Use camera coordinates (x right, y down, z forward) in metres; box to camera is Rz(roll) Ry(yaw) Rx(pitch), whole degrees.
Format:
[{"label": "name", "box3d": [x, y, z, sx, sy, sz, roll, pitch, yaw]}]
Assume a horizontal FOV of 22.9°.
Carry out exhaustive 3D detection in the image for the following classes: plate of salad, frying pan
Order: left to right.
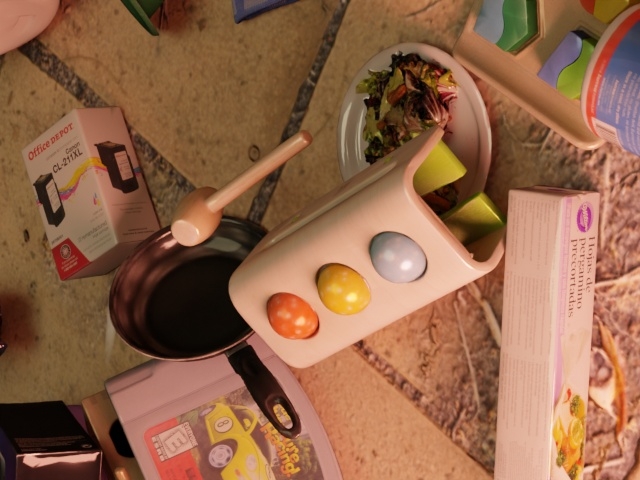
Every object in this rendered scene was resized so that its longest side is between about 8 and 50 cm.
[{"label": "frying pan", "box3d": [-0.084, 0.080, 1.678, 0.326, 0.197, 0.053, 27, 152, 32]}, {"label": "plate of salad", "box3d": [0.083, -0.095, 1.558, 0.200, 0.048, 0.200, 6, 99, 44]}]

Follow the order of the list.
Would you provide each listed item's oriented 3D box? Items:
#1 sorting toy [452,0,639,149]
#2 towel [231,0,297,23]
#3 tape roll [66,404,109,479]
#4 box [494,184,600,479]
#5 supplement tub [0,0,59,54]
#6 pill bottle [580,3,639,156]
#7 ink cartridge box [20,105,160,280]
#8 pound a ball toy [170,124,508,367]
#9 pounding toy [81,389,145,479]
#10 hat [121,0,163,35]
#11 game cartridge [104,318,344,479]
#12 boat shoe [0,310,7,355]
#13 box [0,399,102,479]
[{"label": "sorting toy", "box3d": [0.217, -0.214, 1.423, 0.193, 0.038, 0.208, 41, 121, 33]}, {"label": "towel", "box3d": [-0.049, -0.391, 1.661, 0.209, 0.034, 0.285, -12, 86, 44]}, {"label": "tape roll", "box3d": [-0.324, 0.347, 1.968, 0.275, 0.090, 0.275, 7, 100, 44]}, {"label": "box", "box3d": [0.207, 0.113, 1.453, 0.067, 0.063, 0.324, 8, 100, 41]}, {"label": "supplement tub", "box3d": [-0.464, -0.394, 1.921, 0.228, 0.228, 0.316, -30, 74, 41]}, {"label": "pill bottle", "box3d": [0.330, -0.101, 1.270, 0.221, 0.124, 0.124, 30, 115, 36]}, {"label": "ink cartridge box", "box3d": [-0.276, -0.057, 1.887, 0.127, 0.072, 0.175, -30, 74, 42]}, {"label": "pound a ball toy", "box3d": [0.000, 0.000, 1.524, 0.208, 0.136, 0.319, 48, 134, -12]}, {"label": "pounding toy", "box3d": [-0.186, 0.260, 1.776, 0.206, 0.094, 0.181, 62, 166, 19]}, {"label": "hat", "box3d": [-0.165, -0.348, 1.773, 0.183, 0.173, 0.208, -39, 40, -3]}, {"label": "game cartridge", "box3d": [-0.087, 0.236, 1.671, 0.060, 0.196, 0.294, 91, 154, -66]}, {"label": "boat shoe", "box3d": [-0.509, 0.123, 2.112, 0.340, 0.158, 0.127, -166, 69, -71]}, {"label": "box", "box3d": [-0.324, 0.334, 1.796, 0.184, 0.103, 0.261, -150, 62, -66]}]
